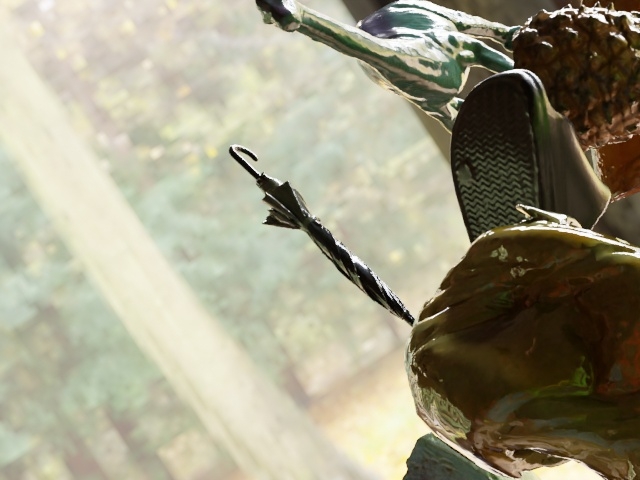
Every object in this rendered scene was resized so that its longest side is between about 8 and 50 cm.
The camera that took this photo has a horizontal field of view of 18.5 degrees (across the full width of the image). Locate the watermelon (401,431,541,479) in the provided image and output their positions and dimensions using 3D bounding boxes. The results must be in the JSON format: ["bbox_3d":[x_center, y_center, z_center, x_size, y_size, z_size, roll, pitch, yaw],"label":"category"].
[{"bbox_3d":[0.147,0.228,1.685,0.180,0.081,0.094,14,-57,-27],"label":"watermelon"}]

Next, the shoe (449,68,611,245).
[{"bbox_3d":[0.177,-0.019,1.557,0.093,0.241,0.108,-14,8,-36],"label":"shoe"}]

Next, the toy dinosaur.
[{"bbox_3d":[0.045,-0.198,1.839,0.129,0.331,0.383,-62,23,11],"label":"toy dinosaur"}]

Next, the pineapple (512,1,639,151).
[{"bbox_3d":[0.283,-0.142,1.581,0.248,0.128,0.128,-7,8,17],"label":"pineapple"}]

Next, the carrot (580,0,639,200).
[{"bbox_3d":[0.307,-0.163,1.856,0.159,0.225,0.159,-17,-2,-1],"label":"carrot"}]

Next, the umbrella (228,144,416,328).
[{"bbox_3d":[-0.004,0.000,1.643,0.044,0.269,0.044,2,-55,-47],"label":"umbrella"}]

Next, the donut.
[{"bbox_3d":[0.222,0.107,1.256,0.170,0.360,0.360,-64,0,-1],"label":"donut"}]
